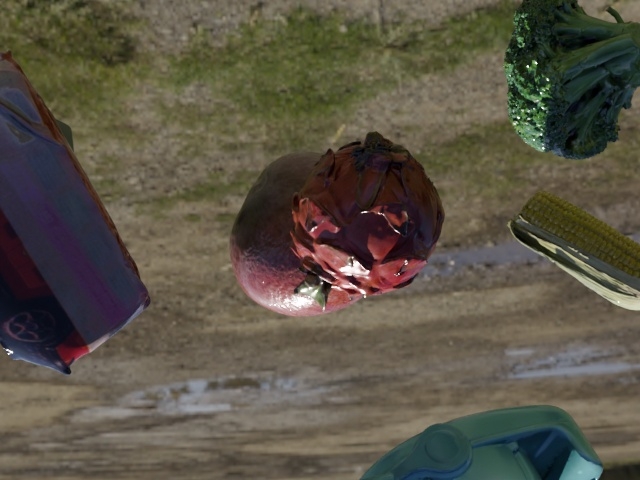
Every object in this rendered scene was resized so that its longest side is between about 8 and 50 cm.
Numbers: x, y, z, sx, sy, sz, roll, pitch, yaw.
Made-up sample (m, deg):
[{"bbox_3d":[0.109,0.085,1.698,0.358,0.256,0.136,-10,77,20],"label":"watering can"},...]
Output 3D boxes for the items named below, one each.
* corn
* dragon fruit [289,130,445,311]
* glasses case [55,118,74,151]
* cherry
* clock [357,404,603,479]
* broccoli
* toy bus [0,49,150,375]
[{"bbox_3d":[0.501,0.017,1.738,0.305,0.123,0.122,36,178,21],"label":"corn"},{"bbox_3d":[0.053,-0.021,1.041,0.172,0.172,0.209,8,125,-29],"label":"dragon fruit"},{"bbox_3d":[-0.494,-0.190,1.502,0.039,0.077,0.184,-41,135,24],"label":"glasses case"},{"bbox_3d":[-0.003,0.001,1.279,0.239,0.239,0.206,-8,158,16],"label":"cherry"},{"bbox_3d":[0.133,0.275,0.935,0.274,0.094,0.223,-3,133,-30],"label":"clock"},{"bbox_3d":[0.374,-0.245,1.336,0.269,0.261,0.242,46,142,-21],"label":"broccoli"},{"bbox_3d":[-0.283,-0.030,0.835,0.147,0.302,0.127,-32,-153,-20],"label":"toy bus"}]
